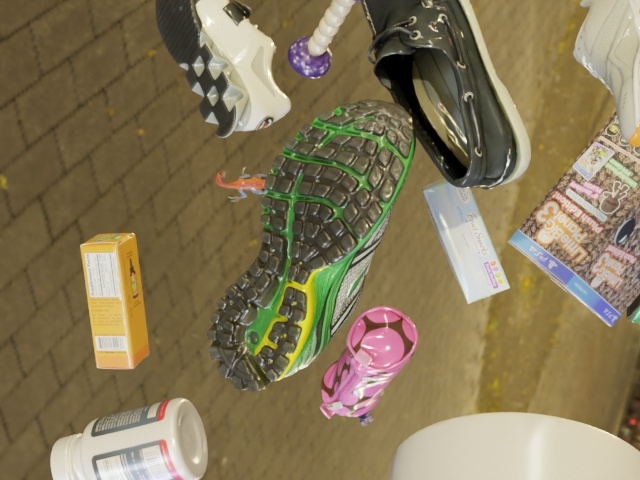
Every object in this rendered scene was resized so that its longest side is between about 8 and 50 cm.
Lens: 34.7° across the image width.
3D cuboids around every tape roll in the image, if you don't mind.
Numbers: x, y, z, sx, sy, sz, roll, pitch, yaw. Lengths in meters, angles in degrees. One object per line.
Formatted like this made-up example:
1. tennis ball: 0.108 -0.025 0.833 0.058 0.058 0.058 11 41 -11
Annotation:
1. tape roll: 0.171 0.283 0.883 0.246 0.246 0.169 81 15 -48

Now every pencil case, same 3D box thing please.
1. pencil case: 0.056 0.161 1.300 0.098 0.095 0.209 -31 161 -23

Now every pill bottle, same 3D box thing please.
1. pill bottle: -0.246 0.273 1.315 0.108 0.180 0.108 -15 90 -78

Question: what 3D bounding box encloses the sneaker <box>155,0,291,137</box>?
1. sneaker: -0.152 -0.315 1.608 0.146 0.330 0.122 -15 165 -37

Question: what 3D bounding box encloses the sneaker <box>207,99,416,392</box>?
1. sneaker: 0.000 0.000 1.116 0.343 0.134 0.146 -60 159 17

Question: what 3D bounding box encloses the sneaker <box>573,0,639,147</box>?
1. sneaker: 0.370 -0.214 1.255 0.099 0.121 0.262 38 50 -36

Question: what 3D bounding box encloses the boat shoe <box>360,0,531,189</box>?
1. boat shoe: 0.116 -0.206 1.194 0.113 0.127 0.340 -23 87 -38

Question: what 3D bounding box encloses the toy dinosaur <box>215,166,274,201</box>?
1. toy dinosaur: -0.102 -0.085 1.436 0.082 0.090 0.047 0 79 -30

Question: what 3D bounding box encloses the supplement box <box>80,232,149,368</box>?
1. supplement box: -0.363 0.107 1.815 0.078 0.080 0.233 -45 135 -70

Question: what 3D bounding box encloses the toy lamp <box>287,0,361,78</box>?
1. toy lamp: 0.029 -0.327 1.450 0.080 0.080 0.274 -64 -174 -27

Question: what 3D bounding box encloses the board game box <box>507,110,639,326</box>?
1. board game box: 0.501 -0.034 1.741 0.291 0.141 0.232 -51 140 6

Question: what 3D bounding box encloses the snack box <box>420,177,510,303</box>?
1. snack box: 0.209 -0.008 1.510 0.207 0.070 0.174 -45 113 -82

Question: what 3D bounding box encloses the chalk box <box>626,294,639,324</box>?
1. chalk box: 0.731 0.035 1.940 0.289 0.179 0.180 117 -8 -45
